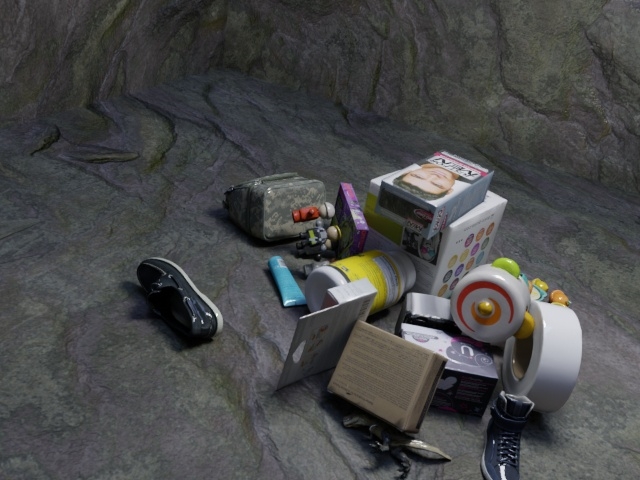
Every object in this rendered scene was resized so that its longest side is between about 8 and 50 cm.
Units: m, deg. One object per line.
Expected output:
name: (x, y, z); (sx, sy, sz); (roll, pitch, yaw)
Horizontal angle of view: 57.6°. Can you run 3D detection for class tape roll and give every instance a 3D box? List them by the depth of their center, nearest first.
tape roll: (0.578, 0.305, 1.540); (0.100, 0.286, 0.286); (12, 29, 0)

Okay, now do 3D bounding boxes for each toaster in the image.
toaster: (0.302, 0.244, 1.643); (0.168, 0.185, 0.110); (11, 36, 0)

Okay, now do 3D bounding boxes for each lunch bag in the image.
lunch bag: (-0.170, -0.134, 2.127); (0.305, 0.212, 0.256); (-14, 22, -38)

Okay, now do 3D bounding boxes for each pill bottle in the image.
pill bottle: (0.131, 0.134, 1.771); (0.334, 0.187, 0.188); (-16, 40, -40)

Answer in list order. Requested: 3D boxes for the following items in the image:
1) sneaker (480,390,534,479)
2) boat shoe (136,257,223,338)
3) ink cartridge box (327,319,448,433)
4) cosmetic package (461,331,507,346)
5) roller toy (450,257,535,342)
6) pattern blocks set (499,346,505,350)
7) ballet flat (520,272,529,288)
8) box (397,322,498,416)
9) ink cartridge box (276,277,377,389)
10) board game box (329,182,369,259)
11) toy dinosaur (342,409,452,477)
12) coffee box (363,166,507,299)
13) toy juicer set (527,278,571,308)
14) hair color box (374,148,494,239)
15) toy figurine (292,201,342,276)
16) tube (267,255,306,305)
sneaker: (0.436, 0.456, 1.349); (0.086, 0.163, 0.226); (15, 31, 2)
boat shoe: (-0.417, 0.159, 1.594); (0.340, 0.127, 0.113); (40, 27, 25)
ink cartridge box: (0.158, 0.322, 1.397); (0.235, 0.193, 0.088); (19, -8, 39)
cosmetic package: (0.449, 0.260, 1.760); (0.239, 0.060, 0.099); (5, 34, 7)
roller toy: (0.446, 0.167, 1.532); (0.191, 0.209, 0.146); (-20, -1, 29)
pattern blocks set: (0.581, 0.287, 1.829); (0.285, 0.026, 0.325); (-19, 41, -42)
ballet flat: (0.564, 0.147, 1.934); (0.248, 0.087, 0.083); (-8, 15, 4)
box: (0.319, 0.335, 1.535); (0.247, 0.142, 0.163); (12, 30, 0)
ink cartridge box: (0.002, 0.234, 1.458); (0.239, 0.275, 0.060); (-13, 47, -34)
board game box: (0.093, -0.036, 2.031); (0.056, 0.208, 0.346); (3, 31, -10)
toy dinosaur: (0.171, 0.468, 1.338); (0.268, 0.064, 0.118); (22, 24, 11)
coffee box: (0.363, -0.026, 1.978); (0.338, 0.334, 0.338); (-21, 43, -41)
toy juicer set: (0.715, 0.163, 2.029); (0.329, 0.089, 0.209); (24, 32, 22)
hair color box: (0.347, -0.149, 1.743); (0.185, 0.113, 0.374); (30, 38, 28)
toy figurine: (0.000, 0.000, 1.930); (0.148, 0.213, 0.209); (-11, 34, -8)
tube: (-0.110, 0.132, 1.834); (0.080, 0.052, 0.207); (-8, 40, -22)
